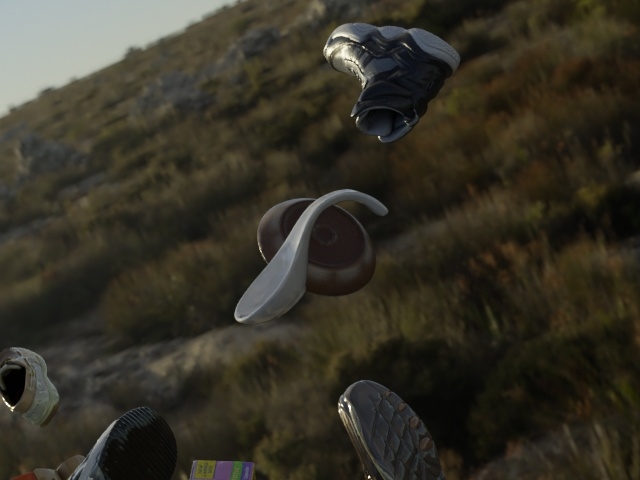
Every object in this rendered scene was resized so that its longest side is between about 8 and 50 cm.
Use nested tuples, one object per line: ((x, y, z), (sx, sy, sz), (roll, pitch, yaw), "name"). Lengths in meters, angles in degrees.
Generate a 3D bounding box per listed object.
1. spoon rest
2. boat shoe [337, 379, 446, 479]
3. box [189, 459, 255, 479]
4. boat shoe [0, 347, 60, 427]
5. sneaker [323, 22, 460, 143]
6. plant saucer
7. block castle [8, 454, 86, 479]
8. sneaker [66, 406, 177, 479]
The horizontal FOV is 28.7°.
((-0.028, 0.019, 1.861), (0.276, 0.084, 0.137), (-43, 14, -6), "spoon rest")
((0.117, 0.381, 1.869), (0.132, 0.355, 0.130), (-13, -22, -50), "boat shoe")
((-0.184, 0.569, 2.321), (0.117, 0.243, 0.213), (1, 37, 5), "box")
((-0.304, 0.139, 1.262), (0.050, 0.045, 0.135), (-57, 36, -1), "boat shoe")
((0.074, -0.230, 1.830), (0.268, 0.101, 0.153), (13, 73, 52), "sneaker")
((0.000, 0.000, 1.973), (0.198, 0.198, 0.036), (-33, -22, -41), "plant saucer")
((-0.502, 0.535, 1.867), (0.453, 0.213, 0.303), (-20, -25, -38), "block castle")
((-0.318, 0.361, 1.751), (0.146, 0.122, 0.330), (-29, 16, 33), "sneaker")
